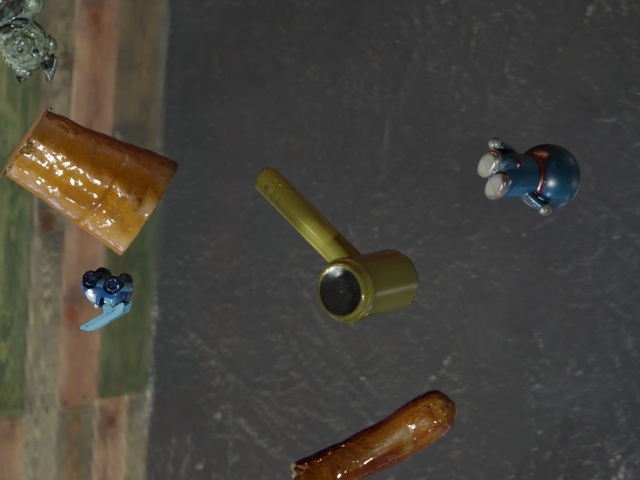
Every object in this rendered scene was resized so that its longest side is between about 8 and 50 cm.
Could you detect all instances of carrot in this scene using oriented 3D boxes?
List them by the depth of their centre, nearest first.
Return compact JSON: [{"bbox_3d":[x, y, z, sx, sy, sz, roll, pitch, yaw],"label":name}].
[{"bbox_3d":[-0.397,-0.113,2.032,0.196,0.254,0.196,-52,16,22],"label":"carrot"}]

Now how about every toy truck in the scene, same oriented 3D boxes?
[{"bbox_3d":[-0.304,0.086,1.662,0.073,0.056,0.090,15,97,13],"label":"toy truck"}]

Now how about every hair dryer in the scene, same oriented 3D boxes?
[{"bbox_3d":[0.000,0.000,1.644,0.278,0.135,0.090,45,118,22],"label":"hair dryer"}]

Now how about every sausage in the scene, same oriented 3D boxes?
[{"bbox_3d":[0.084,0.334,1.900,0.302,0.103,0.076,-28,70,2],"label":"sausage"}]

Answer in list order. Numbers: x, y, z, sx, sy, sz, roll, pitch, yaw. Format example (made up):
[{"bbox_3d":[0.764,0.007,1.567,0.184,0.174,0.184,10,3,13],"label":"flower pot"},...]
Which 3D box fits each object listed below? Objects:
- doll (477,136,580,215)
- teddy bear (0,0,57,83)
[{"bbox_3d":[0.276,-0.082,1.530,0.085,0.152,0.114,-43,57,50],"label":"doll"},{"bbox_3d":[-0.463,-0.333,1.748,0.133,0.213,0.111,-18,54,4],"label":"teddy bear"}]
